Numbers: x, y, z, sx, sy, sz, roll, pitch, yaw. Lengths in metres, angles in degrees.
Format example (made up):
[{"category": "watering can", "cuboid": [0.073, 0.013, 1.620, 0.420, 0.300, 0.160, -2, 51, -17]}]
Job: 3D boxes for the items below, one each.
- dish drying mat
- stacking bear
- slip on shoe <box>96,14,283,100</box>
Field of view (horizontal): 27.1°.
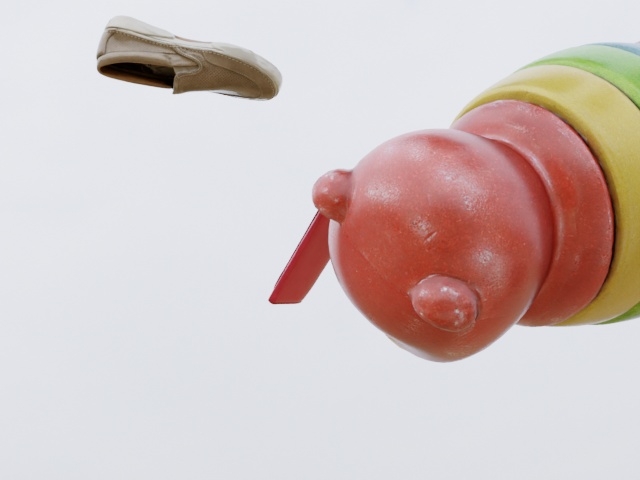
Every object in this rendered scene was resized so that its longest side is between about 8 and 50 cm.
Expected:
[{"category": "dish drying mat", "cuboid": [0.000, 0.000, 0.726, 0.032, 0.008, 0.083, 4, -58, -51]}, {"category": "stacking bear", "cuboid": [0.124, -0.019, 0.707, 0.289, 0.175, 0.164, -18, -31, -41]}, {"category": "slip on shoe", "cuboid": [-0.096, -0.122, 0.960, 0.135, 0.041, 0.051, 19, -30, -4]}]
